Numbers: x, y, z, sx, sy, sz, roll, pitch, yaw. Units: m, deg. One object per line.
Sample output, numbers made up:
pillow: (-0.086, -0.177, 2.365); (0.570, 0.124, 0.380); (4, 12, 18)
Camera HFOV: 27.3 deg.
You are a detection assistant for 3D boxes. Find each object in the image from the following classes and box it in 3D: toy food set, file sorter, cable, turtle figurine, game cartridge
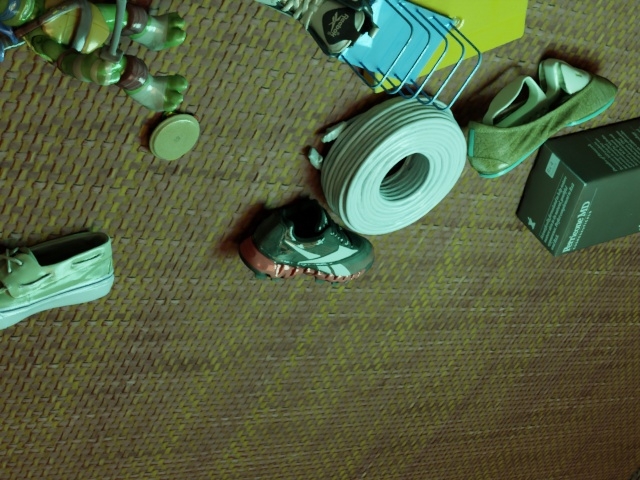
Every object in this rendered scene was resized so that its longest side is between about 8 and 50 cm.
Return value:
toy food set: (-0.211, -0.152, 1.907); (0.082, 0.020, 0.083); (-49, 143, 15)
file sorter: (0.133, -0.271, 1.919); (0.170, 0.104, 0.118); (11, 121, -45)
cable: (0.123, -0.124, 2.166); (0.257, 0.089, 0.257); (-33, 144, -7)
turtle figurine: (-0.242, -0.272, 1.599); (0.275, 0.197, 0.266); (-44, 148, 15)
game cartridge: (0.193, -0.398, 1.965); (0.285, 0.052, 0.323); (-23, 140, -20)

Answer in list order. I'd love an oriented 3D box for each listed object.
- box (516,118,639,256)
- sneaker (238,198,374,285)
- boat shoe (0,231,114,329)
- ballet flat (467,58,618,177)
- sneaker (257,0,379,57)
box: (0.583, -0.117, 2.532); (0.382, 0.143, 0.191); (-14, 138, -27)
sneaker: (0.000, 0.000, 2.190); (0.276, 0.097, 0.135); (4, 129, -42)
boat shoe: (-0.434, 0.052, 1.892); (0.302, 0.109, 0.094); (-17, 125, -41)
ballet flat: (0.375, -0.234, 2.246); (0.342, 0.116, 0.124); (-31, 117, -24)
sneaker: (-0.012, -0.321, 1.776); (0.235, 0.153, 0.094); (15, 117, -49)
